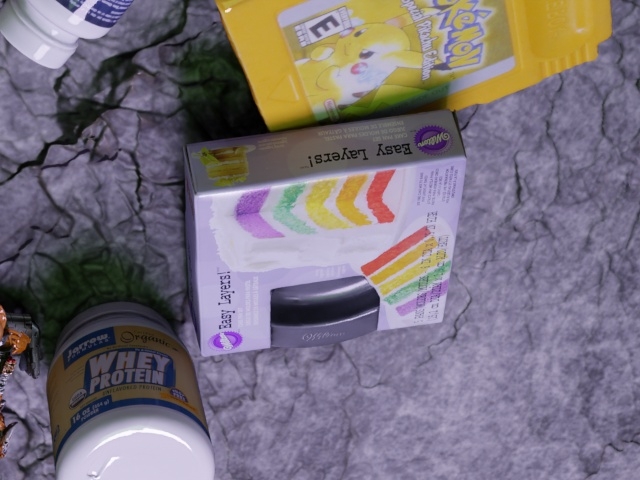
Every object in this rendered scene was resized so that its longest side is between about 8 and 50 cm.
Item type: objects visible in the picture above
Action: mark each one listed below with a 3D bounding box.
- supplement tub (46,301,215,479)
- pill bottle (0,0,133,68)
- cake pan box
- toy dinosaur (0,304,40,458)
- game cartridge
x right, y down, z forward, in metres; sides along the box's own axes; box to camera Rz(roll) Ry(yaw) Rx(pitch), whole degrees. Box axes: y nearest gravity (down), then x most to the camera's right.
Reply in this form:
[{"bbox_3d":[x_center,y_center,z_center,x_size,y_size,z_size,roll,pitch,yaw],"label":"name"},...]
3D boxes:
[{"bbox_3d":[-0.181,0.162,1.585,0.144,0.200,0.144,-6,124,-10],"label":"supplement tub"},{"bbox_3d":[-0.190,-0.226,1.395,0.094,0.094,0.169,32,110,-28],"label":"pill bottle"},{"bbox_3d":[0.000,0.000,1.562,0.246,0.070,0.267,-6,143,-8],"label":"cake pan box"},{"bbox_3d":[-0.365,0.082,1.553,0.218,0.164,0.322,-14,107,-21],"label":"toy dinosaur"},{"bbox_3d":[0.089,-0.191,1.441,0.323,0.053,0.285,-20,151,2],"label":"game cartridge"}]
